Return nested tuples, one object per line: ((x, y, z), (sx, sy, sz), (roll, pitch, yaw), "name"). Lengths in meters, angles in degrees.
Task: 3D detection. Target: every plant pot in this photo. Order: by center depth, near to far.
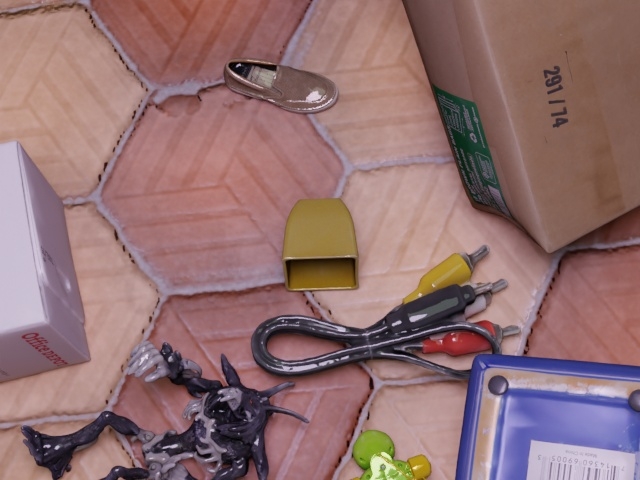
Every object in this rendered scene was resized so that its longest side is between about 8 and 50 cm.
((0.245, 0.230, 1.049), (0.236, 0.212, 0.236), (4, 71, 23), "plant pot")
((0.000, 0.000, 1.225), (0.081, 0.081, 0.083), (-2, 63, 1), "plant pot")

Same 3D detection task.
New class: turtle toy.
((0.070, 0.256, 1.152), (0.095, 0.066, 0.130), (-18, 73, -5), "turtle toy")

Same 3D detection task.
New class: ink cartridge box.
((-0.401, 0.047, 1.160), (0.270, 0.198, 0.197), (-13, 73, -3), "ink cartridge box")

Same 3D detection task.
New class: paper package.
((0.266, -0.206, 1.138), (0.309, 0.168, 0.325), (-27, 117, -10), "paper package")

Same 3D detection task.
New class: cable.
((0.075, 0.108, 1.198), (0.287, 0.072, 0.139), (-20, 75, -1), "cable")

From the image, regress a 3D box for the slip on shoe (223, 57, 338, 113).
((-0.046, -0.183, 1.298), (0.135, 0.041, 0.051), (17, 75, 7), "slip on shoe")

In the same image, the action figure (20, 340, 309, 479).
((-0.154, 0.198, 1.140), (0.275, 0.141, 0.164), (-21, 63, -3), "action figure")
